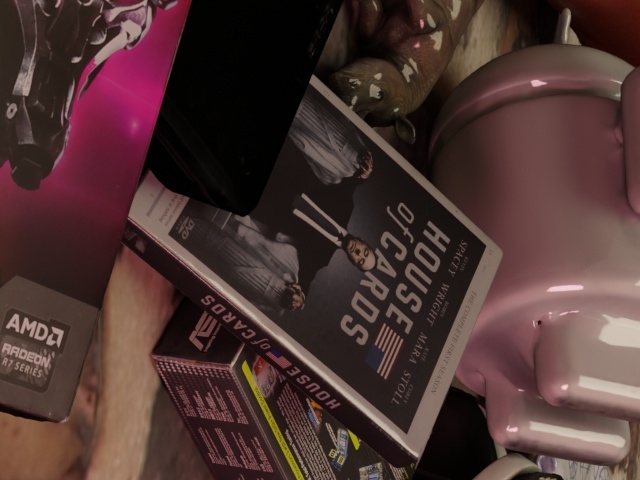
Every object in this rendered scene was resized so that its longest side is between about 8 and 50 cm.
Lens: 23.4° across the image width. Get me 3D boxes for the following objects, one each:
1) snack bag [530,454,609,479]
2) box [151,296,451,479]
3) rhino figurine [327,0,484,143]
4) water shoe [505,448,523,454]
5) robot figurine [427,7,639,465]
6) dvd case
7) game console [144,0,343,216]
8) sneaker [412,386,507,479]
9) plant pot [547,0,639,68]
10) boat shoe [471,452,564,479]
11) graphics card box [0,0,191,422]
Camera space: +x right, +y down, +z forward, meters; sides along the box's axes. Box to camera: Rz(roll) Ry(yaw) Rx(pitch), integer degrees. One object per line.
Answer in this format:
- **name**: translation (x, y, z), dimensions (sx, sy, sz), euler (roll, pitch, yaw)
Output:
- **snack bag**: translation (0.212, 0.342, 1.384), dimensions (0.342, 0.037, 0.323), euler (-21, 106, -61)
- **box**: translation (0.000, 0.090, 1.060), dimensions (0.216, 0.060, 0.270), euler (-62, 144, -36)
- **rhino figurine**: translation (0.063, -0.155, 1.128), dimensions (0.243, 0.073, 0.106), euler (-63, 142, -33)
- **water shoe**: translation (0.210, 0.132, 1.476), dimensions (0.203, 0.073, 0.080), euler (-32, 144, -53)
- **robot figurine**: translation (0.187, -0.007, 1.200), dimensions (0.200, 0.300, 0.353), euler (15, 54, -23)
- **dvd case**: translation (0.000, 0.000, 0.951), dimensions (0.238, 0.029, 0.179), euler (41, 51, -17)
- **game console**: translation (-0.098, -0.193, 0.812), dimensions (0.361, 0.044, 0.213), euler (53, 47, -43)
- **sneaker**: translation (0.071, 0.251, 1.177), dimensions (0.124, 0.107, 0.283), euler (10, 86, -57)
- **plant pot**: translation (0.280, -0.285, 1.342), dimensions (0.265, 0.272, 0.272), euler (15, 80, -54)
- **boat shoe**: translation (0.085, 0.270, 1.073), dimensions (0.302, 0.091, 0.114), euler (-45, 139, -24)
- **graphics card box**: translation (-0.159, -0.131, 0.633), dimensions (0.233, 0.094, 0.371), euler (30, 73, -49)
